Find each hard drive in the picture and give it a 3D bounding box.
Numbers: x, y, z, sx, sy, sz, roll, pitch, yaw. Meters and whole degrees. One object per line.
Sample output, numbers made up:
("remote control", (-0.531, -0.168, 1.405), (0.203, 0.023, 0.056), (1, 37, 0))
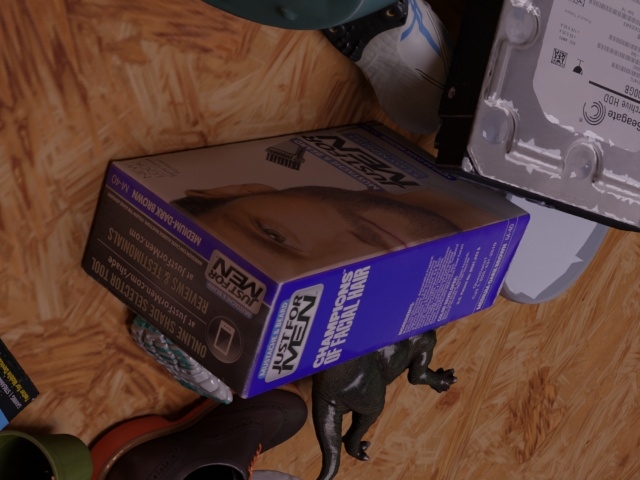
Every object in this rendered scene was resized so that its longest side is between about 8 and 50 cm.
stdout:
("hard drive", (0.238, -0.194, 1.145), (0.237, 0.064, 0.339), (16, 88, -29))

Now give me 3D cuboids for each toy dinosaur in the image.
("toy dinosaur", (0.051, 0.128, 1.385), (0.313, 0.121, 0.160), (-39, 134, -15))

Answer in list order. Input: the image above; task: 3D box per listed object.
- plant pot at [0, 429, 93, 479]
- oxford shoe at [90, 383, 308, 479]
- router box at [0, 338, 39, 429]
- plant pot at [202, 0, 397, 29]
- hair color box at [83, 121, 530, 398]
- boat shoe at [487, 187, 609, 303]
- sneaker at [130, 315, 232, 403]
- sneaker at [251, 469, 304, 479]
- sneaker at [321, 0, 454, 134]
("plant pot", (-0.224, 0.186, 1.059), (0.083, 0.083, 0.079), (-63, 161, 13))
("oxford shoe", (-0.093, 0.205, 1.234), (0.271, 0.098, 0.097), (-17, 133, -48))
("router box", (-0.282, 0.098, 0.906), (0.133, 0.046, 0.179), (-44, 149, -18))
("plant pot", (-0.005, -0.252, 0.662), (0.235, 0.293, 0.293), (-60, 153, -20))
("hair color box", (0.000, 0.000, 1.078), (0.339, 0.185, 0.110), (-16, 132, -49))
("boat shoe", (0.202, -0.128, 1.270), (0.135, 0.156, 0.367), (6, 96, -26))
("sneaker", (-0.109, 0.079, 1.142), (0.076, 0.065, 0.166), (-64, 157, -18))
("sneaker", (-0.095, 0.282, 1.299), (0.212, 0.080, 0.094), (2, 139, -21))
("sneaker", (0.058, -0.182, 1.103), (0.237, 0.085, 0.086), (55, 38, -52))
